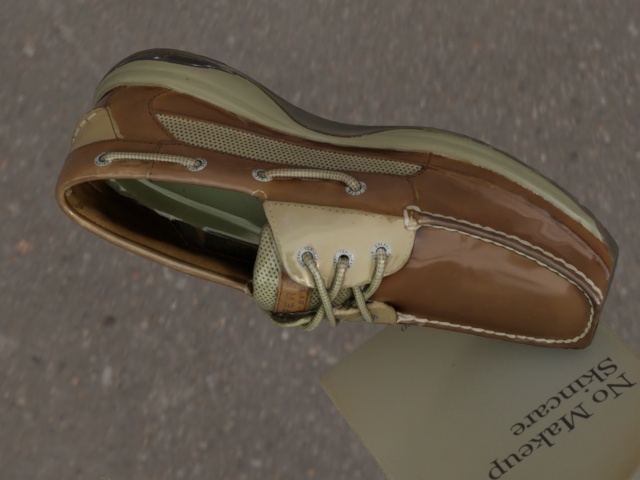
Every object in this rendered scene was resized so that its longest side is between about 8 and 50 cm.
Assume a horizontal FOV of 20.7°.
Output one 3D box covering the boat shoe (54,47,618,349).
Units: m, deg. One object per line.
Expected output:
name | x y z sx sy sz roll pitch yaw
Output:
boat shoe | 0.000 0.000 0.989 0.324 0.120 0.123 18 137 15

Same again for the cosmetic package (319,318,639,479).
cosmetic package | 0.136 0.140 0.993 0.160 0.309 0.113 -37 121 -3

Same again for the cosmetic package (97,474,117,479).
cosmetic package | -0.071 0.317 1.399 0.296 0.153 0.129 20 108 0
